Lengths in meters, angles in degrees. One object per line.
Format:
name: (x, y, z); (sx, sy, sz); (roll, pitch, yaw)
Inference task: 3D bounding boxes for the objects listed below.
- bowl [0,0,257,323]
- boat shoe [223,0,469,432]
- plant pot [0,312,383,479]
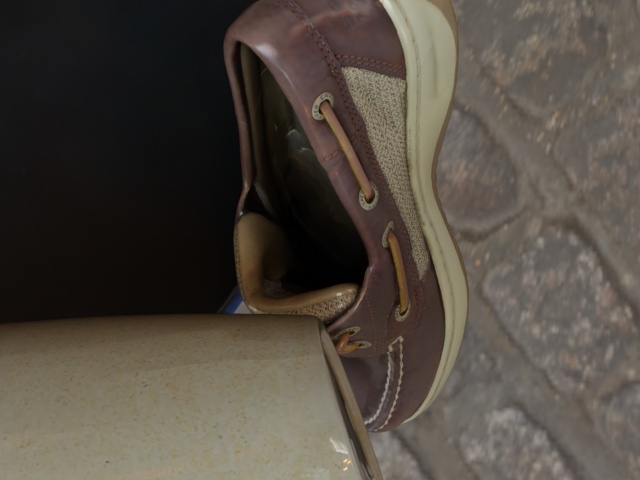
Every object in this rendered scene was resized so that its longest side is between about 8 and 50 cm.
bowl: (-0.179, -0.049, 0.863); (0.391, 0.077, 0.391); (-16, 122, -27)
boat shoe: (0.000, 0.000, 0.807); (0.123, 0.123, 0.342); (33, 145, 27)
plant pot: (-0.110, 0.133, 0.633); (0.274, 0.256, 0.256); (-20, 105, 3)
